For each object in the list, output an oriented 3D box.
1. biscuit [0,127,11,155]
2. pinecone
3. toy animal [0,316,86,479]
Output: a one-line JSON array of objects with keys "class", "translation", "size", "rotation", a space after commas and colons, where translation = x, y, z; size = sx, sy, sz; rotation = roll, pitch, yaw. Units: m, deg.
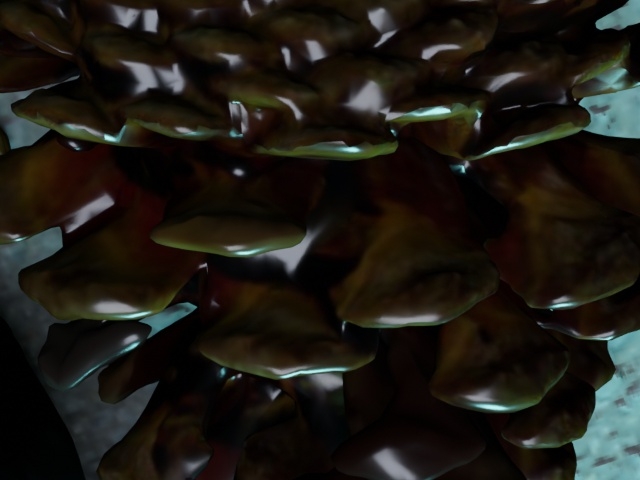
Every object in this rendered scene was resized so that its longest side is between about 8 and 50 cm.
[{"class": "biscuit", "translation": [-0.184, -0.054, 0.632], "size": [0.130, 0.019, 0.119], "rotation": [-26, 110, 8]}, {"class": "pinecone", "translation": [-0.003, 0.000, 0.548], "size": [0.246, 0.246, 0.292], "rotation": [-5, 121, 0]}, {"class": "toy animal", "translation": [-0.142, 0.199, 0.626], "size": [0.251, 0.251, 0.310], "rotation": [-35, 101, 11]}]
